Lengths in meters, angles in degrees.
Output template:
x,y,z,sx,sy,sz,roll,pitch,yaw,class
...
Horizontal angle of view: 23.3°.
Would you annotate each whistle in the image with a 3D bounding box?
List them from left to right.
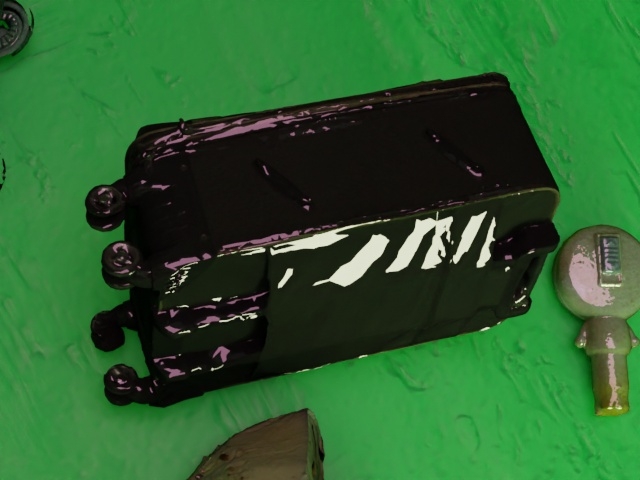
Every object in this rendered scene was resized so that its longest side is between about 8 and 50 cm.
x,y,z,sx,sy,sz,roll,pitch,yaw,class
0.293,0.079,1.586,0.104,0.057,0.198,2,73,-10,whistle

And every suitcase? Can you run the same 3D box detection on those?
x,y,z,sx,sy,sz,roll,pitch,yaw,class
0.000,0.000,1.439,0.434,0.283,0.194,-10,59,-13,suitcase

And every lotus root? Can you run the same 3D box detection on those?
x,y,z,sx,sy,sz,roll,pitch,yaw,class
-0.063,0.221,1.439,0.144,0.070,0.143,-17,34,-1,lotus root

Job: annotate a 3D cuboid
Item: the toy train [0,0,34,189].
x,y,z,sx,sy,sz,roll,pitch,yaw,class
-0.393,-0.154,1.498,0.190,0.126,0.307,2,71,23,toy train
